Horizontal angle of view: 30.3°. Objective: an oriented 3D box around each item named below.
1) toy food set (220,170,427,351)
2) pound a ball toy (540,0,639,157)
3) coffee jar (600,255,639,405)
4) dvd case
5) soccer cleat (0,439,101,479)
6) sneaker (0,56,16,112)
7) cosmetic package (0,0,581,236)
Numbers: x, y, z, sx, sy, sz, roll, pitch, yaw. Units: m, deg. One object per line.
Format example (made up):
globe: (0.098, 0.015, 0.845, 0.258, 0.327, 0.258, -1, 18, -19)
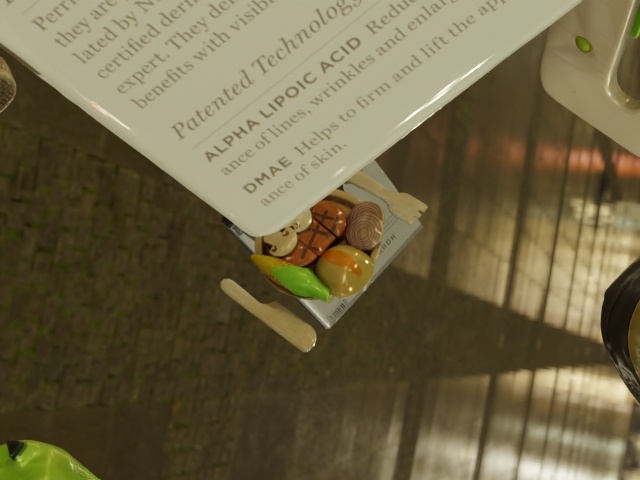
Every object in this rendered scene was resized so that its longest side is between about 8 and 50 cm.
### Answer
toy food set: (0.000, 0.000, 1.135, 0.192, 0.132, 0.038, -50, 156, -19)
pound a ball toy: (0.248, -0.203, 0.626, 0.208, 0.135, 0.319, -46, 160, -21)
coffee jar: (0.196, 0.059, 0.481, 0.079, 0.184, 0.096, -39, 113, -8)
dvd case: (0.009, -0.019, 1.387, 0.179, 0.029, 0.239, -46, 137, -5)
soccer cleat: (-0.200, 0.145, 0.630, 0.072, 0.178, 0.060, 48, 37, -52)
sneaker: (-0.420, -0.138, 1.313, 0.071, 0.188, 0.066, 58, 2, 41)
cosmetic package: (-0.032, -0.132, 0.364, 0.183, 0.151, 0.151, 38, 25, -36)
